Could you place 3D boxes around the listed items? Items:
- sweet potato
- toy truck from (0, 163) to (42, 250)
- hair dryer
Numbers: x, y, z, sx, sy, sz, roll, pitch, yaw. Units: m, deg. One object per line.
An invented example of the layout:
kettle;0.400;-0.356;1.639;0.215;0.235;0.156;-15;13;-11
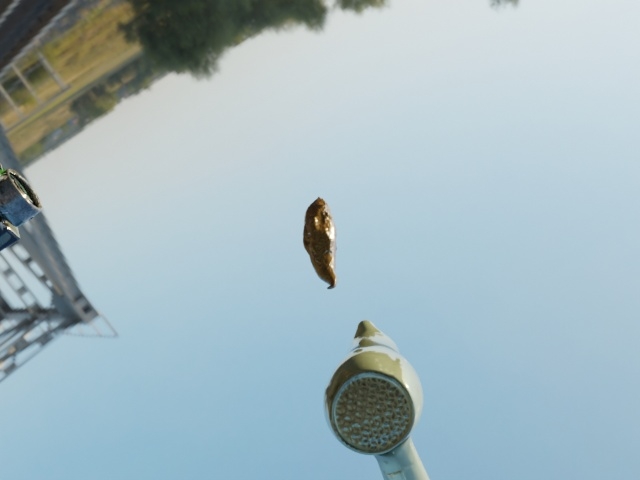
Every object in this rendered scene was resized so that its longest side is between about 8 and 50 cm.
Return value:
sweet potato;0.000;0.000;1.398;0.060;0.068;0.206;-16;-128;6
toy truck;-0.447;-0.095;0.884;0.176;0.363;0.178;-33;-128;1
hair dryer;0.074;0.190;0.703;0.075;0.237;0.206;-21;-179;6
